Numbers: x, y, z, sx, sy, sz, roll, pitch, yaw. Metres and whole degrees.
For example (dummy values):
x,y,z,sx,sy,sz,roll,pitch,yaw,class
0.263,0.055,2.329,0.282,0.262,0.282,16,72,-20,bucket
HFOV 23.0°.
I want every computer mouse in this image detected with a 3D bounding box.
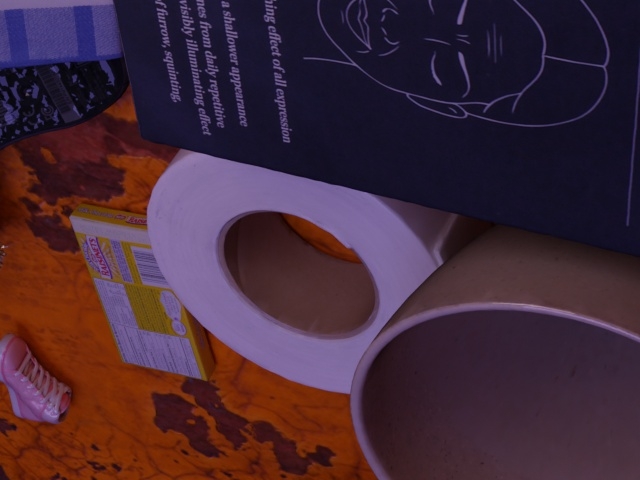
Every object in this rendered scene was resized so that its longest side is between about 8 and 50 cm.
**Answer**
x,y,z,sx,sy,sz,roll,pitch,yaw,class
-0.304,-0.153,1.341,0.262,0.060,0.184,-27,117,9,computer mouse

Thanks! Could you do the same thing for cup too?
x,y,z,sx,sy,sz,roll,pitch,yaw,class
0.219,0.089,1.180,0.331,0.237,0.331,18,138,17,cup

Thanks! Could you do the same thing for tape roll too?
x,y,z,sx,sy,sz,roll,pitch,yaw,class
0.000,0.000,1.333,0.286,0.100,0.286,18,138,16,tape roll

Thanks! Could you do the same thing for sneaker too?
x,y,z,sx,sy,sz,roll,pitch,yaw,class
-0.311,0.155,1.731,0.070,0.051,0.134,13,141,18,sneaker

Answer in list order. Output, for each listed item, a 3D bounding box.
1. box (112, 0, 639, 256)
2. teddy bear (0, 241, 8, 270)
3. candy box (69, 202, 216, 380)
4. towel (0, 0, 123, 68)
x,y,z,sx,sy,sz,roll,pitch,yaw,class
0.079,-0.194,0.993,0.395,0.212,0.293,15,138,20,box
-0.405,-0.098,1.478,0.245,0.113,0.338,24,140,12,teddy bear
-0.173,0.054,1.556,0.105,0.027,0.206,12,137,25,candy box
-0.263,-0.254,1.209,0.209,0.034,0.285,-5,132,-5,towel
